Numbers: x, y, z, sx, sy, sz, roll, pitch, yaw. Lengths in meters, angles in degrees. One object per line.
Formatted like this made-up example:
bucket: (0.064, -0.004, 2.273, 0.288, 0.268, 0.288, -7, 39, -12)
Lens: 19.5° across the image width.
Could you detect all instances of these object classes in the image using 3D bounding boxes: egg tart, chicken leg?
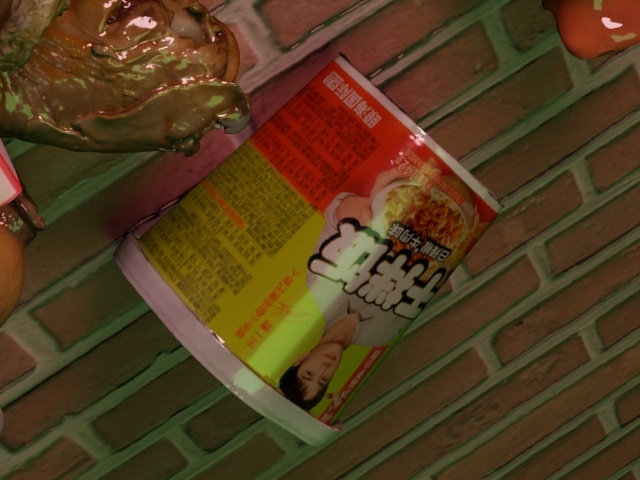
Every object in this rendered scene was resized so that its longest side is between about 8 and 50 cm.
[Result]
egg tart: (-0.249, -0.228, 1.479, 0.078, 0.197, 0.197, -15, 139, -35)
chicken leg: (-0.280, -0.129, 1.600, 0.429, 0.153, 0.201, -17, 110, -10)

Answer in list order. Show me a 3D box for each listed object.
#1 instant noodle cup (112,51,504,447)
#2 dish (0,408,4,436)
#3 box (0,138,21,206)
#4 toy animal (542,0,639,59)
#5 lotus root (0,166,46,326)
instant noodle cup: (0.000, 0.000, 1.870, 0.308, 0.294, 0.294, -47, 141, 3)
dish: (-0.423, 0.258, 1.953, 0.229, 0.081, 0.229, -21, 140, -19)
box: (-0.440, -0.155, 1.318, 0.300, 0.314, 0.312, -29, 142, -3)
toy animal: (0.211, -0.345, 1.701, 0.191, 0.216, 0.338, -6, 137, 6)
lotus root: (-0.382, 0.056, 1.728, 0.303, 0.131, 0.146, -36, 143, 1)
